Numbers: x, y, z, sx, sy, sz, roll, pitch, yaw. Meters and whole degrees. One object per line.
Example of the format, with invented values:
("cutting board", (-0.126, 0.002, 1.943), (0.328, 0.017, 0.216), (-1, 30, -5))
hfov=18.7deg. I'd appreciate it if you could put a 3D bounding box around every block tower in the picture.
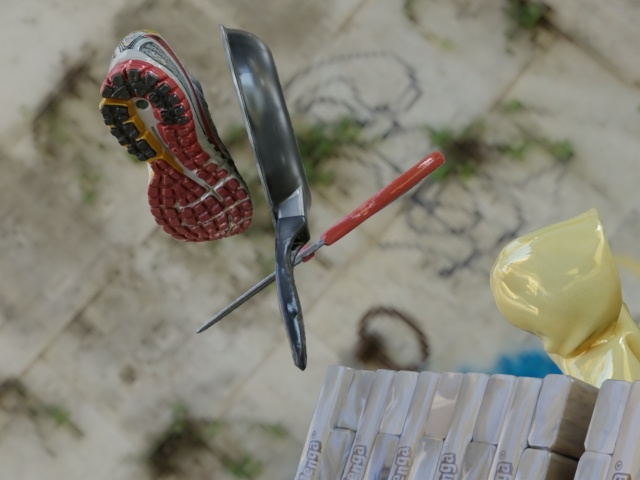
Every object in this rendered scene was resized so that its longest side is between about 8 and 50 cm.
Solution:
("block tower", (0.117, 0.107, 0.749), (0.335, 0.097, 0.091), (-1, 68, 56))

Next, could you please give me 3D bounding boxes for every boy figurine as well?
("boy figurine", (0.209, 0.085, 1.309), (0.092, 0.285, 0.177), (-32, 28, 12))

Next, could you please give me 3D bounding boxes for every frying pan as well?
("frying pan", (-0.039, -0.061, 1.599), (0.053, 0.326, 0.197), (-16, -60, -1))

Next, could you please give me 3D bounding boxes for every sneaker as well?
("sneaker", (-0.115, -0.087, 1.662), (0.093, 0.088, 0.225), (-89, -17, -46))

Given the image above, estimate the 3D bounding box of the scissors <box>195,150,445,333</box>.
("scissors", (0.000, 0.000, 1.943), (0.297, 0.021, 0.109), (-34, 0, -15))
